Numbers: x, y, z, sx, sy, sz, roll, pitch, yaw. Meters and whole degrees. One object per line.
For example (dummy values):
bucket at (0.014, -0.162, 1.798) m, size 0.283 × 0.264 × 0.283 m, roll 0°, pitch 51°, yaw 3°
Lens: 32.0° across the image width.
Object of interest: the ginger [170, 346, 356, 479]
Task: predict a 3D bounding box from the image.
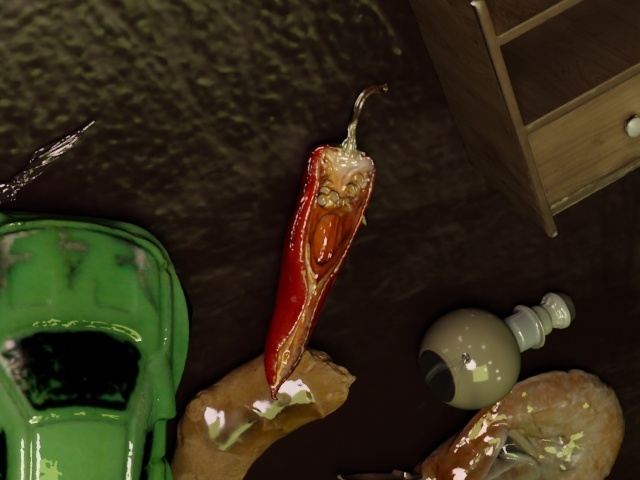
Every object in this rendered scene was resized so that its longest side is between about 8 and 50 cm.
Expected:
ginger at (-0.060, 0.152, 0.953) m, size 0.190 × 0.069 × 0.095 m, roll -34°, pitch 102°, yaw 4°

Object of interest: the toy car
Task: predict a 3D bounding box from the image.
toy car at (-0.193, 0.162, 0.797) m, size 0.213 × 0.176 × 0.358 m, roll 6°, pitch 93°, yaw -27°

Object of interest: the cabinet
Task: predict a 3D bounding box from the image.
cabinet at (0.187, -0.149, 0.833) m, size 0.175 × 0.148 × 0.215 m, roll -29°, pitch 126°, yaw -4°

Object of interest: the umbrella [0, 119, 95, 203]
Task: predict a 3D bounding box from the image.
umbrella at (-0.212, -0.049, 0.812) m, size 0.122 × 0.013 × 0.022 m, roll -33°, pitch 104°, yaw 0°

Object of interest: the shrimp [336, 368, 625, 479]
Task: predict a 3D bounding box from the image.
shrimp at (0.165, 0.207, 1.084) m, size 0.317 × 0.077 × 0.168 m, roll -5°, pitch 110°, yaw -24°

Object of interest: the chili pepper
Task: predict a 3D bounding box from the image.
chili pepper at (0.000, 0.000, 0.892) m, size 0.059 × 0.050 × 0.267 m, roll 14°, pitch 102°, yaw -10°

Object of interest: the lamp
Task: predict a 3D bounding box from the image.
lamp at (0.167, 0.088, 1.012) m, size 0.163 × 0.091 × 0.091 m, roll -26°, pitch 127°, yaw -27°
